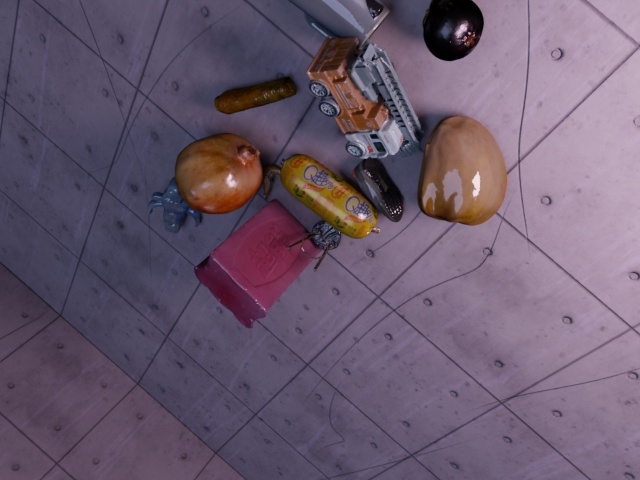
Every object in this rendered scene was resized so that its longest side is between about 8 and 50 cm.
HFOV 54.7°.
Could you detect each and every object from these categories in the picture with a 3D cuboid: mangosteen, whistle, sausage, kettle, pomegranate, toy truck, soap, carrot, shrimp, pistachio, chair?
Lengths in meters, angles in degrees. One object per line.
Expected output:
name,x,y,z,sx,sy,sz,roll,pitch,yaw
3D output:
mangosteen,0.274,-0.463,1.334,0.151,0.137,0.137,53,146,41
whistle,-0.487,-0.121,2.086,0.180,0.093,0.269,14,134,-7
sausage,0.023,-0.123,1.726,0.347,0.123,0.123,37,134,7
kettle,0.023,-0.545,1.427,0.243,0.160,0.210,41,152,-7
pomegranate,-0.280,-0.200,1.790,0.270,0.252,0.229,-22,87,43
toy truck,0.122,-0.316,1.460,0.184,0.133,0.338,6,148,37
soap,-0.174,0.059,1.824,0.233,0.359,0.128,46,131,-4
carrot,-0.182,-0.398,1.704,0.260,0.070,0.070,-4,118,34
shrimp,-0.141,-0.169,1.870,0.091,0.025,0.127,28,129,12
pistachio,0.344,-0.164,1.477,0.213,0.163,0.260,1,107,-13
chair,-0.001,0.001,1.795,0.104,0.221,0.095,44,111,2

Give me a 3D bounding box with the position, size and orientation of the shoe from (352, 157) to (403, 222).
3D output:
shoe,0.155,-0.133,1.677,0.077,0.074,0.194,-17,108,52
